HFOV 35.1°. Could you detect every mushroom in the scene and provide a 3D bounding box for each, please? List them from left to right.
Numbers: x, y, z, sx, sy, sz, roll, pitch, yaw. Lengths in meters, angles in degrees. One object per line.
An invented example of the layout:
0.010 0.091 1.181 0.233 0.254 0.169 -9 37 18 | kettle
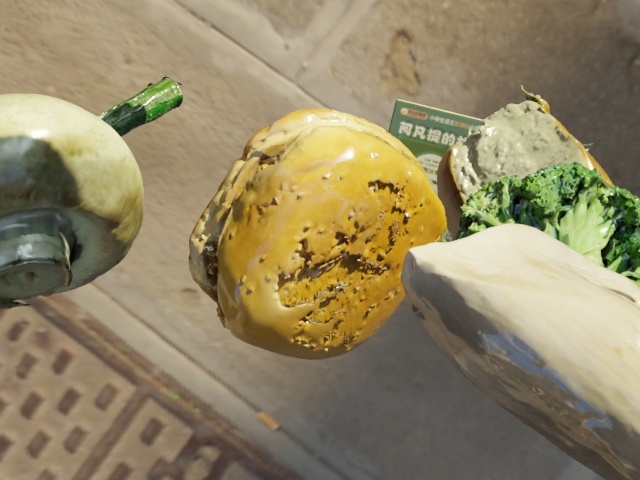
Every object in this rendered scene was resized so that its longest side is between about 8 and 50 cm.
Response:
-0.407 -0.045 1.373 0.352 0.352 0.260 -20 63 4 | mushroom
0.152 0.076 0.521 0.096 0.108 0.247 -42 57 -10 | mushroom

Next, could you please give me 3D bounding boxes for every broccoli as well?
0.253 0.049 1.092 0.269 0.270 0.270 0 91 11 | broccoli

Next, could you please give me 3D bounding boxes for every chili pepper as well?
-0.321 -0.200 1.656 0.088 0.227 0.059 -15 109 40 | chili pepper

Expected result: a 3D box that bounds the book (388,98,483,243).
0.207 -0.113 1.902 0.201 0.027 0.264 15 97 8 | book

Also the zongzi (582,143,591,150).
0.421 -0.185 1.899 0.154 0.062 0.131 -18 112 29 | zongzi

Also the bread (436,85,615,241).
0.303 -0.036 1.495 0.224 0.279 0.250 -32 58 2 | bread

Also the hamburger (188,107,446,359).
0.006 -0.004 1.265 0.305 0.284 0.174 -58 40 15 | hamburger
